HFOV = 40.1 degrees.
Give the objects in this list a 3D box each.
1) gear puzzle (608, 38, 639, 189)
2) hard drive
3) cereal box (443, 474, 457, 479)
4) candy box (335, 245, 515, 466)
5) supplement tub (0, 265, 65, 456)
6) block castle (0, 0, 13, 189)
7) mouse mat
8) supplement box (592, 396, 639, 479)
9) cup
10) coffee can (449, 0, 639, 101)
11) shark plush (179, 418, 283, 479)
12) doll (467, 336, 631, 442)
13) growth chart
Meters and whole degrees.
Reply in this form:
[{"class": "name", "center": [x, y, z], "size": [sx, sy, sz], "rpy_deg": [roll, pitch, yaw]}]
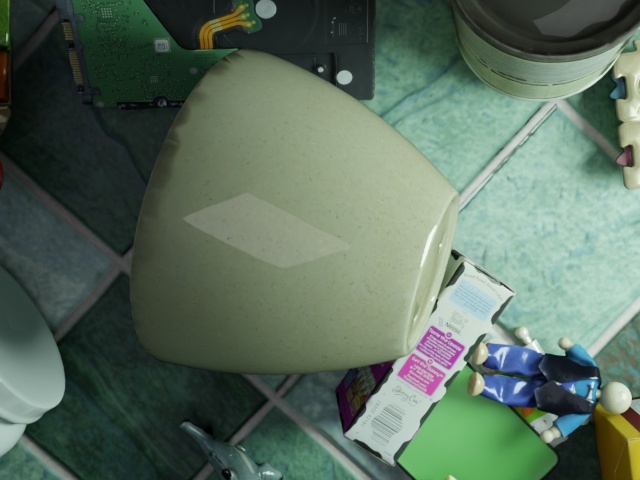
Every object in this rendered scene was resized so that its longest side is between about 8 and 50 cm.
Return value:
[{"class": "gear puzzle", "center": [0.505, -0.166, 1.032], "size": [0.339, 0.044, 0.175], "rpy_deg": [-9, 96, -2]}, {"class": "hard drive", "center": [-0.110, -0.260, 0.947], "size": [0.339, 0.064, 0.236], "rpy_deg": [-3, 128, -1]}, {"class": "cereal box", "center": [0.192, 0.421, 1.081], "size": [0.240, 0.047, 0.173], "rpy_deg": [38, 111, -6]}, {"class": "candy box", "center": [0.112, 0.120, 1.002], "size": [0.071, 0.159, 0.233], "rpy_deg": [32, 97, -7]}, {"class": "supplement tub", "center": [-0.477, 0.175, 0.965], "size": [0.325, 0.235, 0.235], "rpy_deg": [-30, 97, 3]}, {"class": "block castle", "center": [-0.465, -0.249, 0.874], "size": [0.303, 0.213, 0.453], "rpy_deg": [0, 93, -19]}, {"class": "mouse mat", "center": [0.181, 0.256, 1.077], "size": [0.152, 0.007, 0.189], "rpy_deg": [-44, 94, 5]}, {"class": "supplement box", "center": [0.450, 0.289, 1.043], "size": [0.194, 0.129, 0.191], "rpy_deg": [-10, 97, 1]}, {"class": "cup", "center": [0.000, 0.000, 0.870], "size": [0.237, 0.331, 0.331], "rpy_deg": [18, 97, 15]}, {"class": "coffee can", "center": [0.227, -0.255, 0.876], "size": [0.202, 0.275, 0.201], "rpy_deg": [0, 91, 11]}, {"class": "shark plush", "center": [-0.103, 0.274, 1.065], "size": [0.073, 0.067, 0.161], "rpy_deg": [-29, 97, 3]}, {"class": "doll", "center": [0.273, 0.175, 1.040], "size": [0.189, 0.046, 0.129], "rpy_deg": [10, 75, 0]}, {"class": "growth chart", "center": [0.211, 0.234, 1.089], "size": [0.237, 0.021, 0.172], "rpy_deg": [-44, 95, 4]}]
